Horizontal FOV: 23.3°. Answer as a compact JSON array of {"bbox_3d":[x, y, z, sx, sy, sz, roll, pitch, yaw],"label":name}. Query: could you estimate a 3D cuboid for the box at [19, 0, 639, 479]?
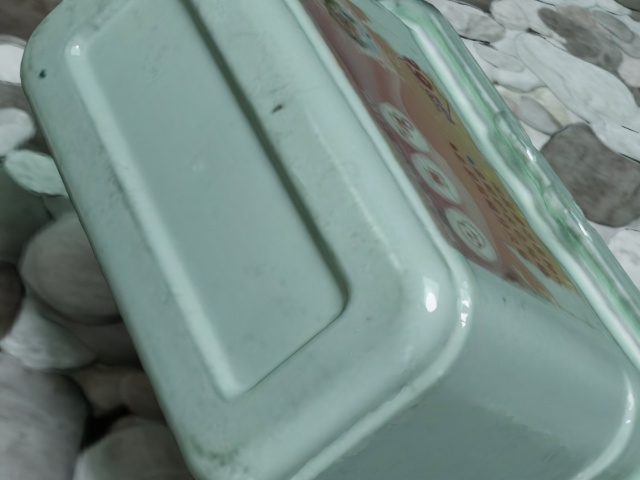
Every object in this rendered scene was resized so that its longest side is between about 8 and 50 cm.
[{"bbox_3d":[0.000,0.000,0.664,0.182,0.175,0.312,30,24,-50],"label":"box"}]
